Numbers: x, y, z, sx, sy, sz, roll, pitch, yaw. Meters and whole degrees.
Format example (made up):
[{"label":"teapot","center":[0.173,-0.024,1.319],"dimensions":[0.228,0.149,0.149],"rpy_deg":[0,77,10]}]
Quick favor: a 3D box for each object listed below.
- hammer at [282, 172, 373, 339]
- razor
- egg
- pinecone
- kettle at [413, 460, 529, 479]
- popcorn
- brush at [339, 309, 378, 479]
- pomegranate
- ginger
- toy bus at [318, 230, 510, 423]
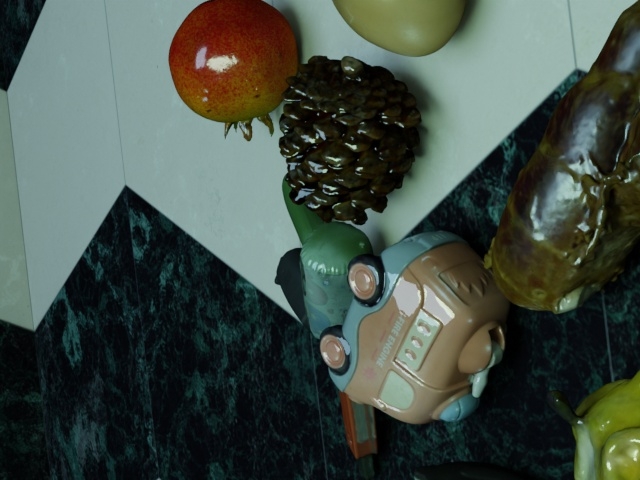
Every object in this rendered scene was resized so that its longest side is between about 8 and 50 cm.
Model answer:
[{"label":"hammer","center":[0.000,0.000,1.818],"dimensions":[0.335,0.119,0.206],"rpy_deg":[-112,13,-45]},{"label":"razor","center":[-0.025,0.084,1.909],"dimensions":[0.148,0.054,0.090],"rpy_deg":[55,132,33]},{"label":"egg","center":[0.108,-0.372,1.533],"dimensions":[0.201,0.201,0.244],"rpy_deg":[-32,82,52]},{"label":"pinecone","center":[0.043,-0.150,1.647],"dimensions":[0.224,0.224,0.273],"rpy_deg":[42,140,43]},{"label":"kettle","center":[0.235,0.434,1.536],"dimensions":[0.221,0.161,0.236],"rpy_deg":[3,96,26]},{"label":"popcorn","center":[0.385,0.291,1.234],"dimensions":[0.297,0.281,0.316],"rpy_deg":[-80,-15,-45]},{"label":"brush","center":[0.056,0.247,1.758],"dimensions":[0.070,0.051,0.323],"rpy_deg":[-109,12,-62]},{"label":"pomegranate","center":[-0.142,-0.289,1.885],"dimensions":[0.221,0.221,0.257],"rpy_deg":[25,140,50]},{"label":"ginger","center":[0.343,-0.052,1.277],"dimensions":[0.254,0.176,0.418],"rpy_deg":[58,132,40]},{"label":"toy bus","center":[0.153,0.134,1.575],"dimensions":[0.232,0.194,0.288],"rpy_deg":[39,126,29]}]
